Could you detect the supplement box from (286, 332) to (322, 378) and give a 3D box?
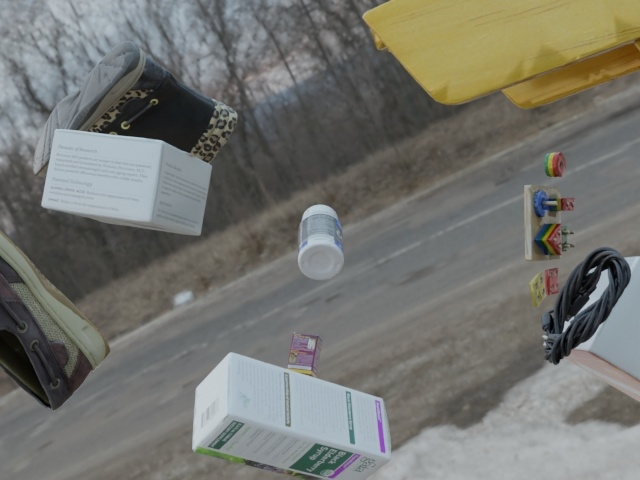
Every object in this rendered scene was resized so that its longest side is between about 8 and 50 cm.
[{"bbox_3d":[-0.032,0.232,1.897,0.055,0.083,0.043,5,-22,16],"label":"supplement box"}]

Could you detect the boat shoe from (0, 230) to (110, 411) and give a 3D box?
[{"bbox_3d":[-0.313,0.057,0.873,0.103,0.285,0.092,-4,48,37],"label":"boat shoe"}]

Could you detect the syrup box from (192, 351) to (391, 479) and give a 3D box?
[{"bbox_3d":[-0.034,0.232,1.187,0.093,0.237,0.096,-47,32,37],"label":"syrup box"}]

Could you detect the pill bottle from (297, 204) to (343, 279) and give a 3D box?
[{"bbox_3d":[0.000,0.000,1.619,0.078,0.078,0.137,-24,30,14],"label":"pill bottle"}]

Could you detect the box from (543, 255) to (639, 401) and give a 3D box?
[{"bbox_3d":[0.568,0.183,1.492,0.168,0.345,0.215,-60,2,-6],"label":"box"}]

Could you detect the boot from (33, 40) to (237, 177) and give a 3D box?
[{"bbox_3d":[-0.377,-0.211,1.901,0.377,0.284,0.138,-41,44,30],"label":"boot"}]

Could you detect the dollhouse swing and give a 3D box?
[{"bbox_3d":[0.273,-0.131,0.977,0.315,0.304,0.347,-19,0,25],"label":"dollhouse swing"}]

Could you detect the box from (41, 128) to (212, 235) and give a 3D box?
[{"bbox_3d":[-0.284,-0.084,1.411,0.182,0.119,0.181,8,-4,17],"label":"box"}]

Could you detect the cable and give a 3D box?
[{"bbox_3d":[0.357,0.088,1.294,0.184,0.047,0.150,-55,2,42],"label":"cable"}]

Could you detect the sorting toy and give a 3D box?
[{"bbox_3d":[0.409,-0.022,1.665,0.046,0.274,0.132,0,0,37],"label":"sorting toy"}]
